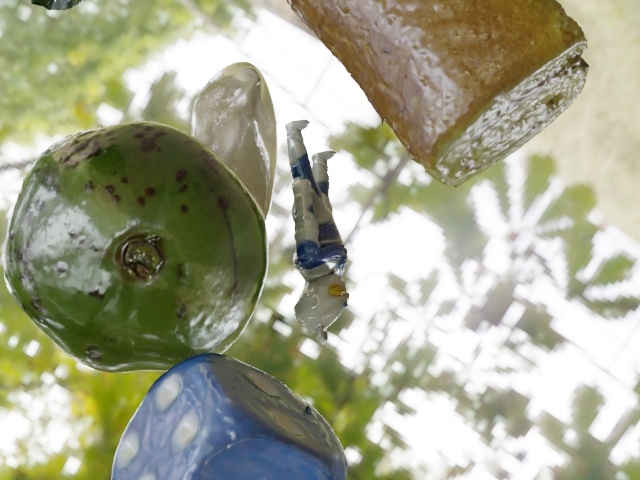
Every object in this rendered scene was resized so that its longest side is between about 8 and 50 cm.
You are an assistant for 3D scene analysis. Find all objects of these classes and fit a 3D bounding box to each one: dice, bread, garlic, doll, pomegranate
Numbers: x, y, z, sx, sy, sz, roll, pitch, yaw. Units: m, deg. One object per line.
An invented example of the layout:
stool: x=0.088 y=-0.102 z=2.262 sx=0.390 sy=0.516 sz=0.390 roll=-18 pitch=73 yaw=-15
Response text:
dice: x=-0.075 y=0.184 z=1.430 sx=0.143 sy=0.146 sz=0.146 roll=29 pitch=-166 yaw=-26
bread: x=0.072 y=-0.132 z=1.091 sx=0.172 sy=0.132 sz=0.103 roll=53 pitch=-173 yaw=22
garlic: x=-0.107 y=-0.122 z=2.258 sx=0.318 sy=0.112 sz=0.143 roll=81 pitch=167 yaw=-59
doll: x=0.000 y=0.000 z=1.761 sx=0.114 sy=0.057 sz=0.227 roll=57 pitch=-151 yaw=-62
pomegranate: x=-0.174 y=0.009 z=1.687 sx=0.254 sy=0.254 sz=0.270 roll=29 pitch=172 yaw=-6

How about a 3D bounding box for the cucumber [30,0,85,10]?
cucumber: x=-0.249 y=-0.306 z=1.530 sx=0.191 sy=0.130 sz=0.191 roll=21 pitch=-151 yaw=-13
